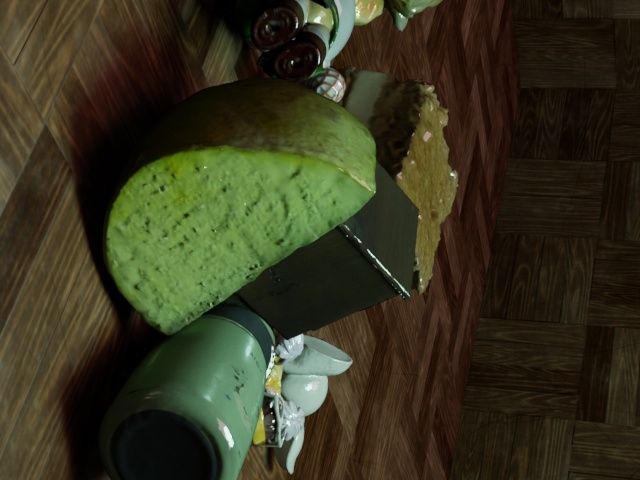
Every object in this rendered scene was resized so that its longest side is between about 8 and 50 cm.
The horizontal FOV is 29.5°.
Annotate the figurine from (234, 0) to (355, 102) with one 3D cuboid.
[{"bbox_3d":[-0.037,-0.311,1.672,0.281,0.167,0.370,54,14,-16],"label":"figurine"}]

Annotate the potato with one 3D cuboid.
[{"bbox_3d":[-0.121,-0.104,1.468,0.213,0.330,0.280,47,20,-29],"label":"potato"}]

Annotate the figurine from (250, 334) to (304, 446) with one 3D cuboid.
[{"bbox_3d":[-0.089,0.220,1.778,0.240,0.116,0.174,-58,149,-68],"label":"figurine"}]

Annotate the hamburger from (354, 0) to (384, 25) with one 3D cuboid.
[{"bbox_3d":[0.017,-0.447,2.013,0.131,0.124,0.262,-49,140,-28],"label":"hamburger"}]

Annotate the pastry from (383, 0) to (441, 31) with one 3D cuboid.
[{"bbox_3d":[0.127,-0.532,2.050,0.329,0.136,0.329,60,-10,17],"label":"pastry"}]

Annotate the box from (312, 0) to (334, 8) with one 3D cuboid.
[{"bbox_3d":[-0.014,-0.501,1.475,0.345,0.251,0.204,-53,155,-14],"label":"box"}]

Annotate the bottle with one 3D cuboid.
[{"bbox_3d":[-0.144,0.182,1.494,0.347,0.168,0.168,-65,154,-68],"label":"bottle"}]

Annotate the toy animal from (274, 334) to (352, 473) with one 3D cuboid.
[{"bbox_3d":[-0.050,0.262,1.987,0.220,0.131,0.104,-65,-159,13],"label":"toy animal"}]

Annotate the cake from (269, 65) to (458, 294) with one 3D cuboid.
[{"bbox_3d":[0.035,-0.087,1.825,0.255,0.290,0.282,70,29,-46],"label":"cake"}]

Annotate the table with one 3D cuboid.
[{"bbox_3d":[0.000,0.000,1.577,0.172,0.193,0.169,47,34,-30],"label":"table"}]
